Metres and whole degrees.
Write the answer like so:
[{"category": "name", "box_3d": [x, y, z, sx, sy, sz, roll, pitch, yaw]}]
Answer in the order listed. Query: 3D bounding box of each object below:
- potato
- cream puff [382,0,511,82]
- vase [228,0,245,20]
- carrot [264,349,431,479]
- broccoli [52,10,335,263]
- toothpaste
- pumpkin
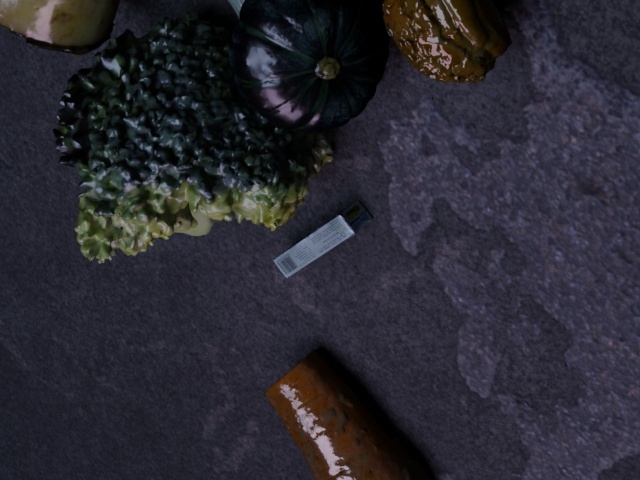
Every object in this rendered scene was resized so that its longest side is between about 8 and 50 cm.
[{"category": "potato", "box_3d": [-0.356, -0.387, 1.888, 0.285, 0.242, 0.242, 43, 138, 16]}, {"category": "cream puff", "box_3d": [0.128, -0.241, 1.624, 0.115, 0.150, 0.165, -25, 86, 14]}, {"category": "vase", "box_3d": [-0.093, -0.303, 1.821, 0.081, 0.081, 0.148, -17, 111, 46]}, {"category": "carrot", "box_3d": [0.043, 0.303, 2.114, 0.302, 0.139, 0.139, 50, 138, -1]}, {"category": "broccoli", "box_3d": [-0.161, -0.117, 1.905, 0.281, 0.348, 0.293, 107, 157, -53]}, {"category": "toothpaste", "box_3d": [0.000, 0.000, 1.986, 0.034, 0.046, 0.164, 53, 138, -2]}, {"category": "pumpkin", "box_3d": [-0.010, -0.219, 1.733, 0.194, 0.150, 0.194, -1, 129, -1]}]
